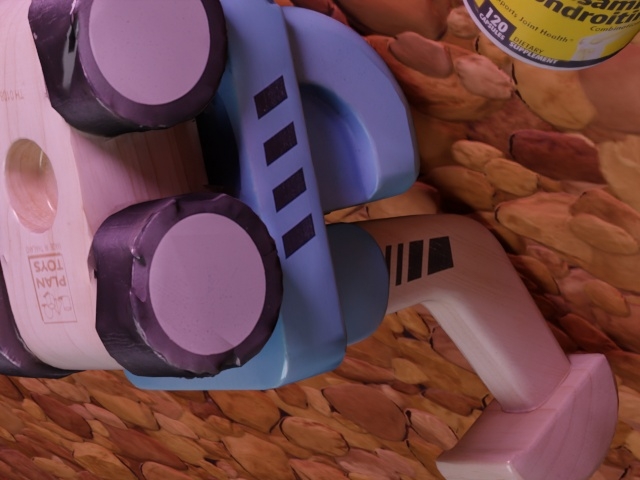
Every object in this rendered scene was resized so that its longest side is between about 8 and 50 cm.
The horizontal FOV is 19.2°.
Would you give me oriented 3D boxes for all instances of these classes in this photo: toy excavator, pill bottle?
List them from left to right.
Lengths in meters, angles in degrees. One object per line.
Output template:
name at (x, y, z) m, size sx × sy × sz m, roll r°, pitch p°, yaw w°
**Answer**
toy excavator at (0.000, 0.000, 1.233) m, size 0.222 × 0.445 × 0.433 m, roll -6°, pitch 97°, yaw 52°
pill bottle at (0.137, -0.162, 0.891) m, size 0.103 × 0.103 × 0.184 m, roll 29°, pitch 155°, yaw -2°
